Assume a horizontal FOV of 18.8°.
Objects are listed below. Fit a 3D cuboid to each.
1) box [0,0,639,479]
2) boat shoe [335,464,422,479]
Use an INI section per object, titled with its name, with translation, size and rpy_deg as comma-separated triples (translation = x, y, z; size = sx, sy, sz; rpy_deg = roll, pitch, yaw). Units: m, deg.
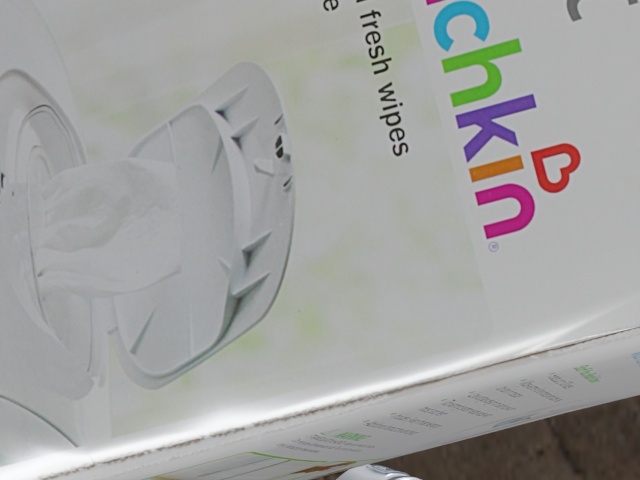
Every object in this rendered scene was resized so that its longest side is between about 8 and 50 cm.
[box]
translation = 0.000, 0.000, 0.510
size = 0.231, 0.262, 0.126
rpy_deg = -16, 80, 11
[boat shoe]
translation = 0.005, 0.271, 0.997
size = 0.105, 0.113, 0.306
rpy_deg = 18, 75, 43
